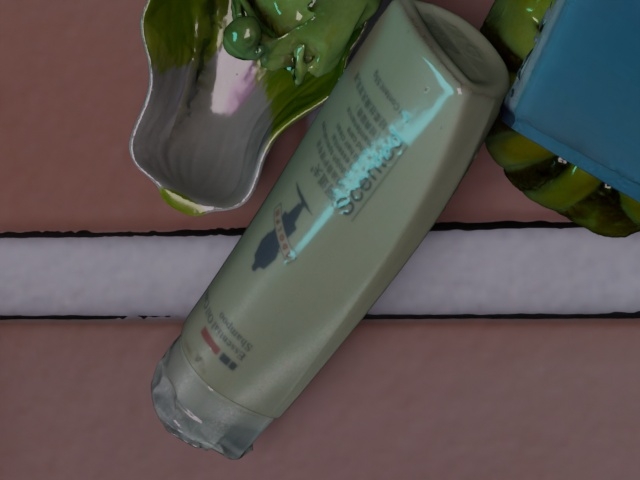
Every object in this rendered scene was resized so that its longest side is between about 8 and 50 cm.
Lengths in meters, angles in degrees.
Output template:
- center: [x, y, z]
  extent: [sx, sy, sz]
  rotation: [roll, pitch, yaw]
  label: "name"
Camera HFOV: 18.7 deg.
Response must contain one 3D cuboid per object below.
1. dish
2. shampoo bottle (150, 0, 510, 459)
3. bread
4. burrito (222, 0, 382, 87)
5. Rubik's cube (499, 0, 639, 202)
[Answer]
- center: [-0.031, -0.077, 0.812]
  extent: [0.091, 0.039, 0.137]
  rotation: [24, 101, 8]
  label: "dish"
- center: [0.000, 0.000, 0.785]
  extent: [0.072, 0.049, 0.212]
  rotation: [54, 124, 31]
  label: "shampoo bottle"
- center: [0.120, -0.072, 0.763]
  extent: [0.130, 0.071, 0.139]
  rotation: [41, 106, -1]
  label: "bread"
- center: [0.018, -0.202, 0.756]
  extent: [0.104, 0.054, 0.288]
  rotation: [21, 91, 35]
  label: "burrito"
- center: [0.223, -0.114, 0.609]
  extent: [0.225, 0.221, 0.231]
  rotation: [31, 147, 6]
  label: "Rubik's cube"
